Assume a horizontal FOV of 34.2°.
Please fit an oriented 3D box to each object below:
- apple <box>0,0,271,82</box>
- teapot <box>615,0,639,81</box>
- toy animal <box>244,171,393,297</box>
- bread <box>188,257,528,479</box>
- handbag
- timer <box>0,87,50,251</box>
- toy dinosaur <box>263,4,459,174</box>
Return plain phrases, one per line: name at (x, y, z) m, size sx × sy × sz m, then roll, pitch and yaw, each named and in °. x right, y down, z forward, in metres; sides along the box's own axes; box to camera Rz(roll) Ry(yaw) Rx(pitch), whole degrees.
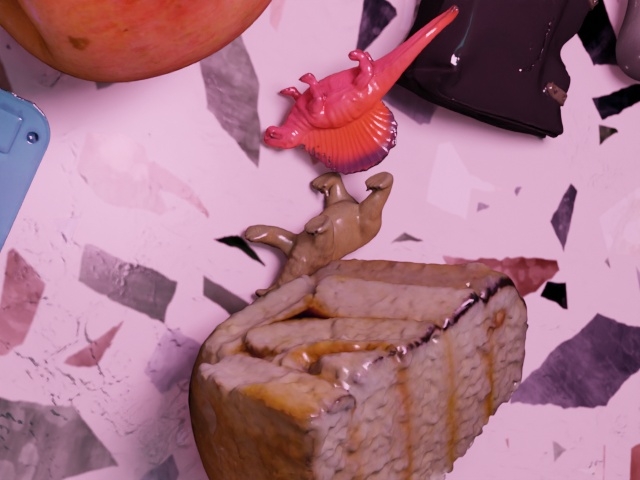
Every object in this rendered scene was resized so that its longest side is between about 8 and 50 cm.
apple at (-0.210, -0.339, 1.073) m, size 0.364 × 0.364 × 0.364 m, roll 2°, pitch 86°, yaw -26°
teapot at (0.492, -0.363, 1.524) m, size 0.183 × 0.183 × 0.251 m, roll -19°, pitch 82°, yaw -26°
toy animal at (0.000, 0.000, 1.301) m, size 0.218 × 0.103 × 0.101 m, roll -38°, pitch 127°, yaw -27°
bread at (0.028, 0.155, 1.196) m, size 0.395 × 0.264 × 0.239 m, roll -33°, pitch 128°, yaw -37°
handbag at (0.260, -0.306, 1.416) m, size 0.288 × 0.152 × 0.342 m, roll 26°, pitch 79°, yaw -34°
timer at (-0.436, -0.071, 1.106) m, size 0.232 × 0.091 × 0.250 m, roll 25°, pitch 88°, yaw -24°
toy dinosaur at (0.066, -0.166, 1.283) m, size 0.286 × 0.070 × 0.139 m, roll -25°, pitch 93°, yaw 10°
